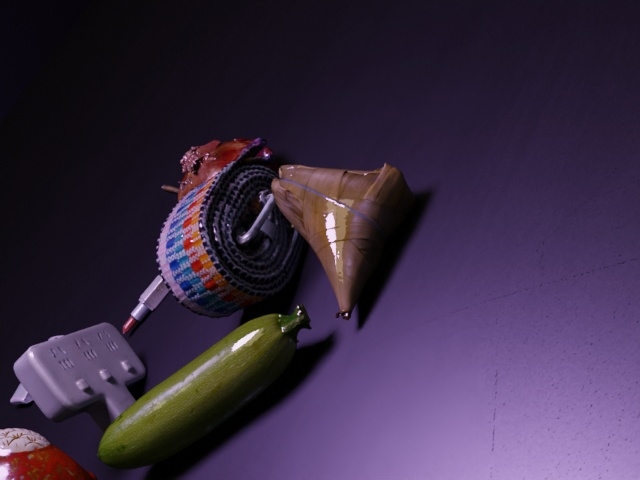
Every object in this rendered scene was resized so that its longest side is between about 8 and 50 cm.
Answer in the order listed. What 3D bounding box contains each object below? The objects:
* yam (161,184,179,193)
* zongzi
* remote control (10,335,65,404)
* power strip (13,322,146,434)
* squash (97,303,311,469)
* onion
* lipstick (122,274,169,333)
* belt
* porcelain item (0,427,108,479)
[{"bbox_3d":[-0.328,-0.113,2.200,0.014,0.014,0.107,-54,29,-12],"label":"yam"},{"bbox_3d":[0.000,0.000,1.507,0.228,0.115,0.256,6,64,34],"label":"zongzi"},{"bbox_3d":[-0.584,0.267,2.051,0.065,0.029,0.166,-14,42,46],"label":"remote control"},{"bbox_3d":[-0.373,0.240,1.647,0.059,0.194,0.265,-41,-7,17],"label":"power strip"},{"bbox_3d":[-0.169,0.225,1.470,0.395,0.107,0.107,-37,30,14],"label":"squash"},{"bbox_3d":[-0.192,-0.118,1.874,0.230,0.163,0.230,-39,21,18],"label":"onion"},{"bbox_3d":[-0.338,0.127,1.896,0.129,0.030,0.030,-51,29,-8],"label":"lipstick"},{"bbox_3d":[-0.129,-0.014,1.623,0.160,0.207,0.295,-28,19,38],"label":"belt"},{"bbox_3d":[-0.440,0.408,1.546,0.253,0.253,0.253,-33,32,24],"label":"porcelain item"}]
